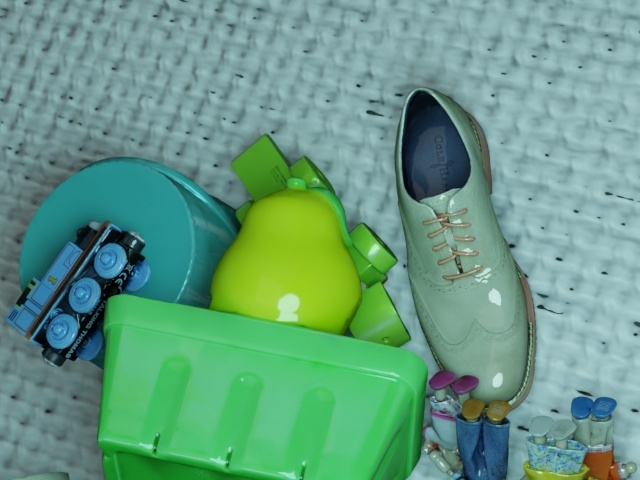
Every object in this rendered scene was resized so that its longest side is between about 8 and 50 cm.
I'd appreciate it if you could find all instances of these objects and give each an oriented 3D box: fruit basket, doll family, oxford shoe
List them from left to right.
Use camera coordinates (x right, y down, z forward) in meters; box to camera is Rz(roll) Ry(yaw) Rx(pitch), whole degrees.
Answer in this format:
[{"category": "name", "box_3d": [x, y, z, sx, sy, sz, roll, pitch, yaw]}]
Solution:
[{"category": "fruit basket", "box_3d": [-0.056, 0.134, 1.896, 0.392, 0.283, 0.392, 0, 52, 0]}, {"category": "oxford shoe", "box_3d": [0.151, 0.009, 1.964, 0.140, 0.146, 0.397, -19, 69, 13]}, {"category": "doll family", "box_3d": [0.212, 0.256, 1.866, 0.263, 0.163, 0.118, 9, 35, 25]}]

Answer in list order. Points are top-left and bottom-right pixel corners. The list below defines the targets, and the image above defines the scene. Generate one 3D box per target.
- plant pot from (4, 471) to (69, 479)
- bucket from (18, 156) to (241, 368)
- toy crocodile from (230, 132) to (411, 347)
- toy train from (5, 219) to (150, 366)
[{"category": "plant pot", "box_3d": [-0.425, 0.465, 1.986, 0.334, 0.334, 0.305, -19, 79, 16]}, {"category": "bucket", "box_3d": [-0.225, 0.038, 2.085, 0.281, 0.183, 0.281, -6, 72, 20]}, {"category": "toy crocodile", "box_3d": [0.000, 0.000, 2.063, 0.115, 0.105, 0.340, -44, 59, 5]}, {"category": "toy train", "box_3d": [-0.279, 0.057, 1.958, 0.105, 0.080, 0.184, 33, 89, 33]}]
